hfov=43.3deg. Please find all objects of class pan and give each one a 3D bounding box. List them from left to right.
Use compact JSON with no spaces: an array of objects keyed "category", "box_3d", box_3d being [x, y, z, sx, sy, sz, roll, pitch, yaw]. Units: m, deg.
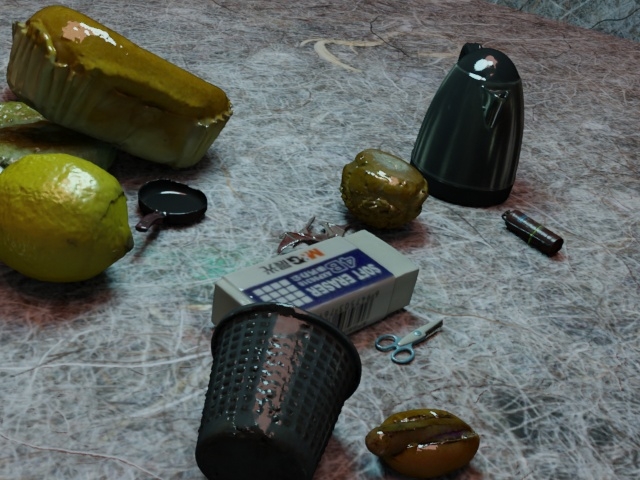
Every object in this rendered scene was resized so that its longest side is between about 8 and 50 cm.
[{"category":"pan","box_3d":[-0.247,-0.043,1.268,0.114,0.040,0.212,13,24,3]}]

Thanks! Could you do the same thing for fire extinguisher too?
[{"category":"fire extinguisher","box_3d":[0.367,-0.020,1.424,0.056,0.039,0.132,-5,33,-40]}]

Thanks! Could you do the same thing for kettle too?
[{"category":"kettle","box_3d":[0.302,-0.236,1.534,0.207,0.271,0.250,23,34,20]}]

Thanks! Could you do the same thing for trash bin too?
[{"category":"trash bin","box_3d":[-0.052,0.182,0.857,0.175,0.176,0.161,12,42,3]}]

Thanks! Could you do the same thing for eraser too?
[{"category":"eraser","box_3d":[-0.003,0.074,1.111,0.278,0.081,0.124,-18,41,-39]}]

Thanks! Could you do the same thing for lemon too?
[{"category":"lemon","box_3d":[-0.355,-0.031,1.090,0.193,0.181,0.180,29,35,32]}]

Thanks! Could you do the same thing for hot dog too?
[{"category":"hot dog","box_3d":[0.113,0.226,0.917,0.140,0.060,0.090,-1,28,-12]}]

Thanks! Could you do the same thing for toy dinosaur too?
[{"category":"toy dinosaur","box_3d":[0.001,-0.001,1.287,0.108,0.032,0.220,25,24,29]}]

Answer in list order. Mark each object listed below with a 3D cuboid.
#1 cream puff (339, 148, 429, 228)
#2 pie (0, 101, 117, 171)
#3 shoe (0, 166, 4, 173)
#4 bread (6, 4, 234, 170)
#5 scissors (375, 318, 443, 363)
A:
[{"category":"cream puff","box_3d":[0.103,-0.081,1.369,0.150,0.115,0.165,20,22,2]},{"category":"pie","box_3d":[-0.508,-0.167,1.375,0.323,0.071,0.323,8,26,-4]},{"category":"shoe","box_3d":[-0.477,-0.067,1.212,0.142,0.071,0.064,31,47,-16]},{"category":"bread","box_3d":[-0.325,-0.260,1.371,0.388,0.183,0.236,13,27,-47]},{"category":"scissors","box_3d":[0.130,0.134,1.119,0.119,0.014,0.058,-23,45,-38]}]
